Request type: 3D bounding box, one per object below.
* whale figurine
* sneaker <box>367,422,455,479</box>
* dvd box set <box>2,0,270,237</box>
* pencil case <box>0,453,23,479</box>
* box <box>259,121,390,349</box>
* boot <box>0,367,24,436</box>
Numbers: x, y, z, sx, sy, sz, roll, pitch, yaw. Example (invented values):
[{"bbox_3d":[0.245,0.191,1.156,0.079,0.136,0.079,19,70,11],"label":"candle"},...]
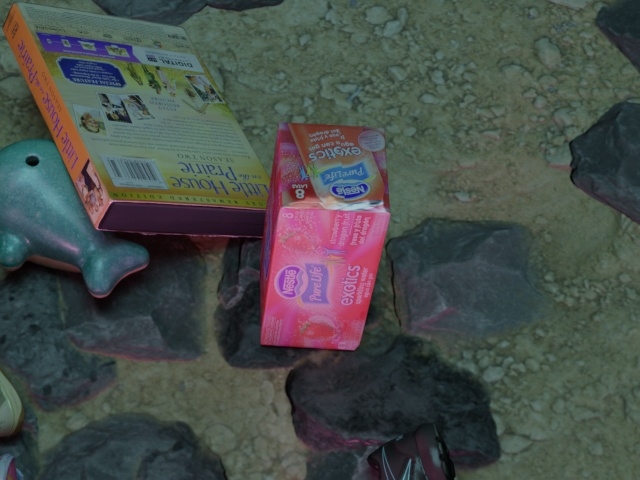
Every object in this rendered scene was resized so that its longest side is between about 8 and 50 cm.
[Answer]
[{"bbox_3d":[-0.362,-0.038,2.001,0.272,0.141,0.216,38,56,24],"label":"whale figurine"},{"bbox_3d":[0.127,0.359,1.777,0.106,0.101,0.267,-17,52,9],"label":"sneaker"},{"bbox_3d":[-0.258,-0.177,2.101,0.307,0.062,0.420,2,45,-40],"label":"dvd box set"},{"bbox_3d":[-0.499,0.308,1.722,0.273,0.124,0.113,2,95,-3],"label":"pencil case"},{"bbox_3d":[0.000,0.000,1.906,0.142,0.300,0.154,3,52,-6],"label":"box"},{"bbox_3d":[-0.491,0.171,1.817,0.165,0.077,0.213,-6,48,-50],"label":"boot"}]
